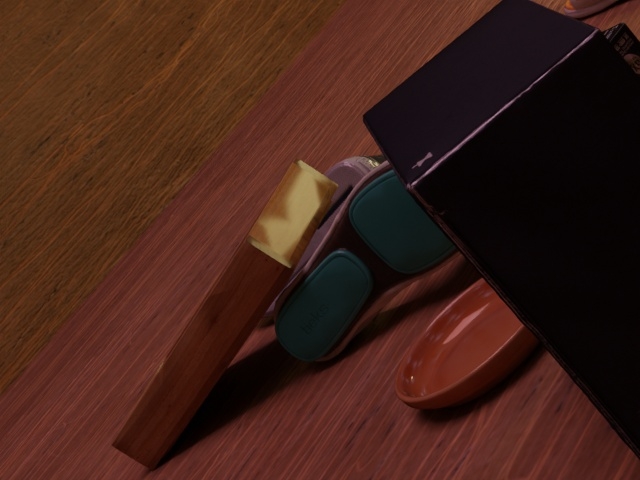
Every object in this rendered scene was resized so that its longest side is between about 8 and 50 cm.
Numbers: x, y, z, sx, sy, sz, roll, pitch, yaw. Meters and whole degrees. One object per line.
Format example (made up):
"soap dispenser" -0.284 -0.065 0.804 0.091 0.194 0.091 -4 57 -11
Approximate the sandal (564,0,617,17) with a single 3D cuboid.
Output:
"sandal" 0.425 -0.391 2.152 0.102 0.076 0.265 -47 14 -20

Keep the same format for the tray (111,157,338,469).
"tray" -0.125 0.101 1.961 0.411 0.076 0.203 -56 4 36

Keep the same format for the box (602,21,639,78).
"box" 0.295 -0.157 1.799 0.180 0.077 0.147 -50 16 -31

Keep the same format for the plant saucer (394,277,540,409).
"plant saucer" 0.159 0.097 1.492 0.200 0.037 0.200 -40 13 11

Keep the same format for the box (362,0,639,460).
"box" 0.203 -0.021 1.183 0.183 0.294 0.296 -41 14 6

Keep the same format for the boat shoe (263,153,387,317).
"boat shoe" 0.000 0.000 2.110 0.335 0.121 0.119 -40 -14 36

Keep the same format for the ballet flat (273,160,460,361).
"ballet flat" 0.081 -0.003 1.757 0.400 0.139 0.139 -47 7 41
